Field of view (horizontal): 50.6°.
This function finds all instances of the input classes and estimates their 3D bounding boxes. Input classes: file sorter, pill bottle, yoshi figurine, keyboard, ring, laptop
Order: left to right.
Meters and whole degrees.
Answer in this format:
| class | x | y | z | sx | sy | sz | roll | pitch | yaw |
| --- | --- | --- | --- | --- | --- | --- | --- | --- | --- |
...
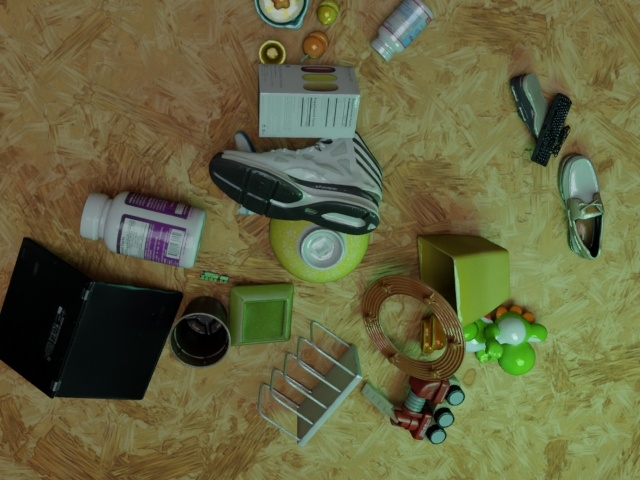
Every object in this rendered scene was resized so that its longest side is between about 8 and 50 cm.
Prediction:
| class | x | y | z | sx | sy | sz | roll | pitch | yaw |
| --- | --- | --- | --- | --- | --- | --- | --- | --- | --- |
| laptop | -0.679 | 0.237 | 1.951 | 0.408 | 0.236 | 0.382 | 29 | 106 | 17 |
| pill bottle | -0.467 | -0.035 | 1.792 | 0.301 | 0.169 | 0.169 | 13 | 107 | -7 |
| file sorter | -0.037 | 0.406 | 1.957 | 0.173 | 0.193 | 0.278 | 36 | 103 | -11 |
| pill bottle | 0.202 | -0.534 | 1.706 | 0.087 | 0.087 | 0.160 | 41 | 102 | -15 |
| ring | 0.250 | 0.251 | 1.888 | 0.336 | 0.032 | 0.337 | 23 | 129 | 31 |
| yoshi figurine | 0.482 | 0.308 | 1.966 | 0.362 | 0.203 | 0.203 | 2 | 124 | -7 |
| keyboard | 0.637 | -0.291 | 1.817 | 0.100 | 0.038 | 0.192 | 12 | 103 | -40 |

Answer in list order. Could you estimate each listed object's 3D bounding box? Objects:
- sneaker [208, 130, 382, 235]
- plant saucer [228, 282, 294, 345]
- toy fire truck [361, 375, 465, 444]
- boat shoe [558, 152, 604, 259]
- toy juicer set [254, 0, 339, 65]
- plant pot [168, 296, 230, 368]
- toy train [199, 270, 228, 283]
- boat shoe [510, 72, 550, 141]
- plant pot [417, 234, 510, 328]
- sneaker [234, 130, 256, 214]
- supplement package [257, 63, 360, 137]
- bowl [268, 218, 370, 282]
| class | x | y | z | sx | sy | sz | roll | pitch | yaw |
| --- | --- | --- | --- | --- | --- | --- | --- | --- | --- |
| sneaker | -0.050 | -0.189 | 1.748 | 0.447 | 0.257 | 0.169 | 17 | 147 | -8 |
| plant saucer | -0.164 | 0.221 | 1.935 | 0.188 | 0.045 | 0.188 | -2 | 109 | -20 |
| toy fire truck | 0.271 | 0.473 | 2.036 | 0.246 | 0.158 | 0.217 | 15 | 108 | -19 |
| boat shoe | 0.739 | -0.092 | 1.879 | 0.113 | 0.103 | 0.302 | -16 | 109 | 2 |
| toy juicer set | -0.059 | -0.598 | 1.667 | 0.209 | 0.089 | 0.329 | -4 | 108 | -2 |
| plant pot | -0.330 | 0.246 | 1.897 | 0.167 | 0.165 | 0.167 | -1 | 108 | -3 |
| toy train | -0.302 | 0.104 | 1.929 | 0.083 | 0.017 | 0.024 | 12 | 98 | -7 |
| boat shoe | 0.563 | -0.353 | 1.813 | 0.075 | 0.065 | 0.206 | -43 | 123 | -26 |
| plant pot | 0.407 | 0.092 | 1.878 | 0.187 | 0.212 | 0.212 | -14 | 110 | -15 |
| sneaker | -0.202 | -0.176 | 1.804 | 0.092 | 0.087 | 0.229 | -12 | 107 | 2 |
| supplement package | -0.034 | -0.351 | 1.700 | 0.244 | 0.139 | 0.134 | -1 | 136 | -7 |
| bowl | 0.000 | 0.000 | 1.839 | 0.289 | 0.156 | 0.289 | -1 | 109 | -3 |
